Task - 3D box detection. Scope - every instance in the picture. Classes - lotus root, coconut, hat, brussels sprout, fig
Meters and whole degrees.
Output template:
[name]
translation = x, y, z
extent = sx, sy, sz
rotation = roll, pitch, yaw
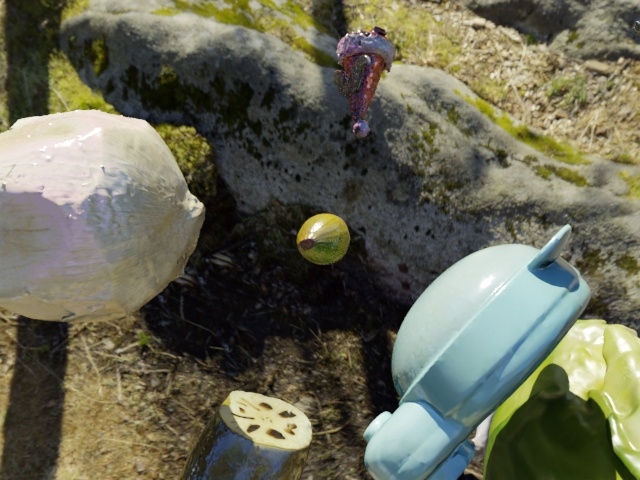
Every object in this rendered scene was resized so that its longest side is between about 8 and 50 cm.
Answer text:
[lotus root]
translation = -0.179, 0.513, 1.107
extent = 0.250, 0.250, 0.346
rotation = 33, 102, 20
[coconut]
translation = -0.396, -0.041, 0.944
extent = 0.405, 0.404, 0.404
rotation = -4, 69, 10
[hat]
translation = 0.080, -0.322, 1.082
extent = 0.140, 0.129, 0.227
rotation = 1, 82, 40
[brussels sprout]
translation = 0.344, 0.274, 0.575
extent = 0.276, 0.371, 0.314
rotation = 23, 99, -11
[fig]
translation = 0.000, 0.000, 0.730
extent = 0.074, 0.088, 0.073
rotation = 6, 103, 27

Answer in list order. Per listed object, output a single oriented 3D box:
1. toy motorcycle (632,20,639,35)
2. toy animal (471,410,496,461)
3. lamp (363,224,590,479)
[toy motorcycle]
translation = 0.385, -0.139, 0.405
extent = 0.272, 0.182, 0.123
rotation = 44, 114, 15
[toy animal]
translation = 0.329, 0.289, 0.935
extent = 0.090, 0.195, 0.324
rotation = 8, 41, 45
[lamp]
translation = 0.144, 0.118, 0.502
extent = 0.147, 0.209, 0.284
rotation = 22, 83, 22
